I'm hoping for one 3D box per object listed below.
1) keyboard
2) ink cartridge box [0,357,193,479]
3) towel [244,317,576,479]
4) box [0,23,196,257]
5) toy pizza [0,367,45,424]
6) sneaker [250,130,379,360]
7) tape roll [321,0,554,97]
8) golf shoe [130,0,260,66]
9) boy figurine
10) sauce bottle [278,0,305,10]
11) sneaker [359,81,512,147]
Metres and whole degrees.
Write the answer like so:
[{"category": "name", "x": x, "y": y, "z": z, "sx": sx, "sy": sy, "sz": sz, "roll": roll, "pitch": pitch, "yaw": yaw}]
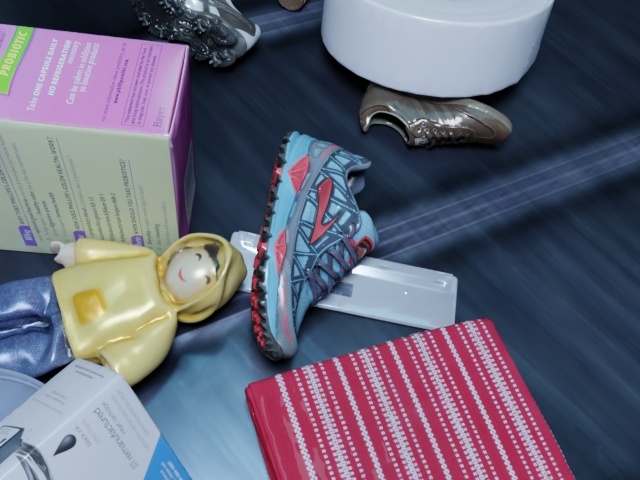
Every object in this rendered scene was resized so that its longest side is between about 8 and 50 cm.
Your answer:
[{"category": "keyboard", "x": 0.022, "y": 0.044, "z": 0.791, "sx": 0.256, "sy": 0.014, "sz": 0.072, "roll": 11, "pitch": 61, "yaw": 0}, {"category": "ink cartridge box", "x": -0.210, "y": 0.208, "z": 0.559, "sx": 0.082, "sy": 0.139, "sz": 0.191, "roll": 2, "pitch": 37, "yaw": 45}, {"category": "towel", "x": 0.081, "y": 0.190, "z": 0.691, "sx": 0.275, "sy": 0.031, "sz": 0.199, "roll": -13, "pitch": 59, "yaw": -16}, {"category": "box", "x": -0.253, "y": -0.088, "z": 0.719, "sx": 0.243, "sy": 0.213, "sz": 0.117, "roll": 5, "pitch": 57, "yaw": -4}, {"category": "toy pizza", "x": -0.281, "y": 0.198, "z": 0.569, "sx": 0.032, "sy": 0.201, "sz": 0.201, "roll": 3, "pitch": 43, "yaw": 47}, {"category": "sneaker", "x": 0.000, "y": 0.000, "z": 0.746, "sx": 0.125, "sy": 0.104, "sz": 0.262, "roll": 11, "pitch": 61, "yaw": -3}, {"category": "tape roll", "x": 0.145, "y": -0.300, "z": 0.941, "sx": 0.286, "sy": 0.100, "sz": 0.286, "roll": 4, "pitch": 42, "yaw": -4}, {"category": "golf shoe", "x": -0.168, "y": -0.301, "z": 0.963, "sx": 0.198, "sy": 0.077, "sz": 0.094, "roll": 39, "pitch": 46, "yaw": 12}, {"category": "boy figurine", "x": -0.206, "y": 0.068, "z": 0.697, "sx": 0.285, "sy": 0.092, "sz": 0.177, "roll": -13, "pitch": 59, "yaw": -11}, {"category": "sauce bottle", "x": -0.022, "y": -0.383, "z": 1.045, "sx": 0.042, "sy": 0.042, "sz": 0.128, "roll": 19, "pitch": 58, "yaw": 5}, {"category": "sneaker", "x": 0.140, "y": -0.141, "z": 0.906, "sx": 0.188, "sy": 0.066, "sz": 0.071, "roll": 18, "pitch": 73, "yaw": 11}]
